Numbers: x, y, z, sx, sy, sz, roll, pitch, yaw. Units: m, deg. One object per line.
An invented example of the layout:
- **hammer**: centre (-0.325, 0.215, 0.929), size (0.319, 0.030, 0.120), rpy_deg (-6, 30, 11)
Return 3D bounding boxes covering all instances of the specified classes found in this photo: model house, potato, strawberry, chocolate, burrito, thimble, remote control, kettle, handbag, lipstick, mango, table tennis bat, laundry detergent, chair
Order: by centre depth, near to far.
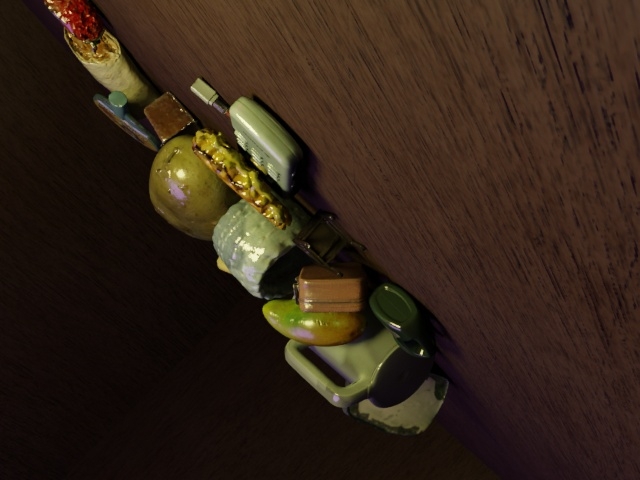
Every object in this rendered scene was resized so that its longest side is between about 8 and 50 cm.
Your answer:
- **remote control**: centre (-0.086, -0.146, 1.225), size (0.140, 0.056, 0.296), rpy_deg (43, 173, 3)
- **lipstick**: centre (-0.187, -0.249, 1.326), size (0.107, 0.025, 0.025), rpy_deg (41, 173, -6)
- **chair**: centre (0.000, 0.000, 1.456), size (0.101, 0.084, 0.212), rpy_deg (44, 174, -17)
- **laundry detergent**: centre (0.179, 0.180, 1.460), size (0.144, 0.078, 0.222), rpy_deg (43, 172, 41)
- **handbag**: centre (0.021, 0.094, 1.482), size (0.193, 0.151, 0.072), rpy_deg (-94, 2, -80)
- **thimble**: centre (-0.102, 0.011, 1.577), size (0.172, 0.205, 0.250), rpy_deg (44, -166, 23)
- **mango**: centre (-0.016, 0.172, 1.577), size (0.232, 0.111, 0.125), rpy_deg (8, 161, 14)
- **strawberry**: centre (-0.556, -0.518, 1.643), size (0.192, 0.085, 0.140), rpy_deg (50, -179, 5)
- **kettle**: centre (0.071, 0.221, 1.690), size (0.265, 0.205, 0.318), rpy_deg (11, -160, -47)
- **potato**: centre (-0.285, -0.126, 1.781), size (0.269, 0.219, 0.359), rpy_deg (26, 167, -4)
- **burrito**: centre (-0.523, -0.434, 1.862), size (0.143, 0.105, 0.299), rpy_deg (45, 175, 33)
- **chocolate**: centre (-0.372, -0.283, 1.900), size (0.112, 0.112, 0.321), rpy_deg (54, 174, 4)
- **table tennis bat**: centre (-0.505, -0.318, 1.906), size (0.215, 0.044, 0.329), rpy_deg (38, 171, -2)
- **model house**: centre (0.155, 0.352, 1.965), size (0.271, 0.190, 0.301), rpy_deg (19, -167, -24)

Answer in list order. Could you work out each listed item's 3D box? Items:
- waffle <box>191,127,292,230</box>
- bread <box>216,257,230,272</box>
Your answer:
- **waffle**: centre (-0.138, -0.112, 1.341), size (0.238, 0.059, 0.243), rpy_deg (43, 179, -4)
- **bread**: centre (-0.121, 0.054, 1.790), size (0.266, 0.142, 0.178), rpy_deg (18, -143, -40)
